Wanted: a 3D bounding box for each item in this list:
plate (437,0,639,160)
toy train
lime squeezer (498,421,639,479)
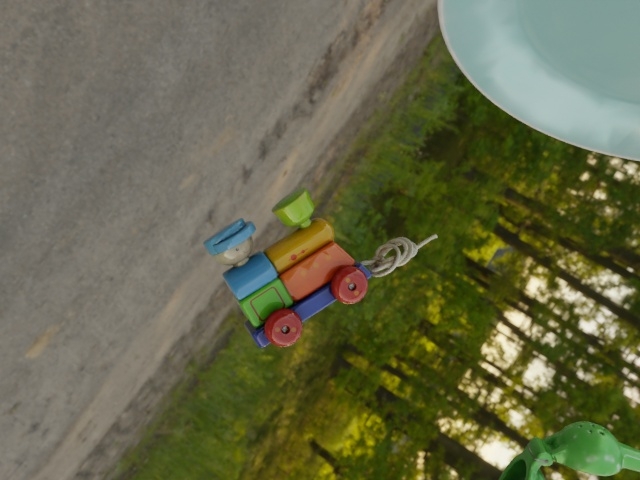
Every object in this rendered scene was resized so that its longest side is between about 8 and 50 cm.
[{"bbox_3d":[0.139,-0.085,0.262,0.188,0.188,0.024,81,26,-71],"label":"plate"},{"bbox_3d":[0.000,0.000,0.784,0.248,0.143,0.105,-32,-166,-10],"label":"toy train"},{"bbox_3d":[0.207,0.222,0.604,0.310,0.110,0.059,-24,-155,6],"label":"lime squeezer"}]
